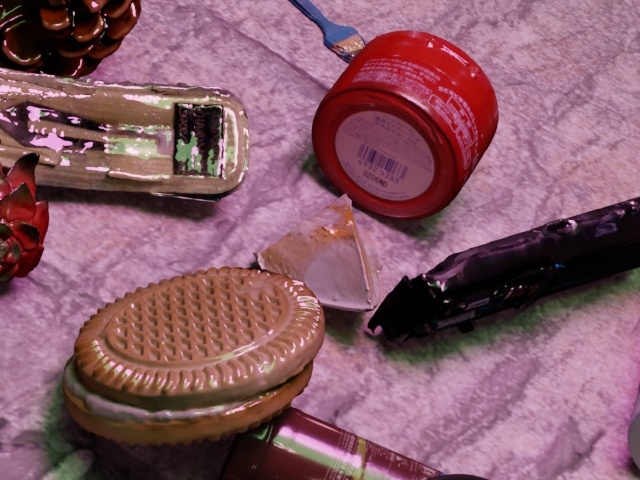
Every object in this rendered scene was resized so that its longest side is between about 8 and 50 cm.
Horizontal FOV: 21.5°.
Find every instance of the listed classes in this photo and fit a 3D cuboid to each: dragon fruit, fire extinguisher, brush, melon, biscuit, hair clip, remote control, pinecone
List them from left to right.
[{"bbox_3d":[-0.334,-0.023,1.668,0.130,0.121,0.142,0,81,-37],"label":"dragon fruit"},{"bbox_3d":[-0.299,-0.281,1.839,0.243,0.257,0.243,5,83,-43],"label":"pinecone"},{"bbox_3d":[-0.241,-0.107,1.810,0.321,0.091,0.138,5,71,-21],"label":"hair clip"},{"bbox_3d":[-0.120,0.106,1.603,0.259,0.079,0.259,-7,24,3],"label":"biscuit"},{"bbox_3d":[-0.004,0.004,1.818,0.139,0.093,0.202,-7,30,-2],"label":"melon"},{"bbox_3d":[-0.003,-0.283,2.137,0.164,0.014,0.051,43,46,18],"label":"brush"},{"bbox_3d":[0.072,0.263,1.605,0.341,0.105,0.141,24,59,-2],"label":"fire extinguisher"},{"bbox_3d":[0.239,0.030,1.866,0.399,0.144,0.062,-16,66,-33],"label":"remote control"}]

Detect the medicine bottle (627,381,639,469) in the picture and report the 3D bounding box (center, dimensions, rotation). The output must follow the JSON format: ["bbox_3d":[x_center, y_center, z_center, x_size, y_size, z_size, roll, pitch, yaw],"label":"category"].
[{"bbox_3d":[0.443,0.121,1.861,0.158,0.158,0.318,27,44,1],"label":"medicine bottle"}]

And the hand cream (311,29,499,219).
[{"bbox_3d":[0.095,-0.129,1.912,0.193,0.193,0.125,32,46,6],"label":"hand cream"}]
